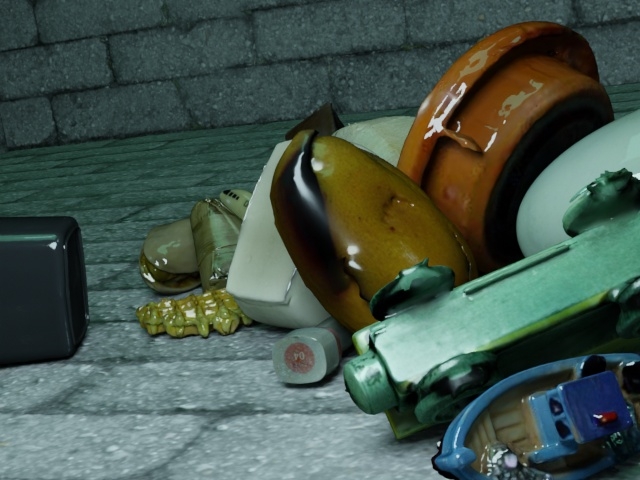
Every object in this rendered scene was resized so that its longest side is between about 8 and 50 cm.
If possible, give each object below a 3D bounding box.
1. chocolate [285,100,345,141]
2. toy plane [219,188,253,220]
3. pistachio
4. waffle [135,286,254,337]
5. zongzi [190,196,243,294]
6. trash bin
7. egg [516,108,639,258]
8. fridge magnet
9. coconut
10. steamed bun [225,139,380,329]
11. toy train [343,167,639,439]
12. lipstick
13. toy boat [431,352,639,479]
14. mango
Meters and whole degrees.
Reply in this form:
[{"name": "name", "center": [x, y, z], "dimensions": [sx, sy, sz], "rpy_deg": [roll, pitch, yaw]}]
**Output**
[{"name": "chocolate", "center": [0.009, -0.113, 2.013], "dimensions": [0.112, 0.112, 0.321], "rpy_deg": [-29, 30, 11]}, {"name": "toy plane", "center": [-0.071, -0.012, 1.820], "dimensions": [0.244, 0.092, 0.229], "rpy_deg": [25, 35, 37]}, {"name": "pistachio", "center": [-0.216, 0.022, 1.775], "dimensions": [0.113, 0.113, 0.149], "rpy_deg": [-3, 13, 25]}, {"name": "waffle", "center": [-0.146, 0.088, 1.577], "dimensions": [0.192, 0.046, 0.160], "rpy_deg": [-3, 16, 25]}, {"name": "zongzi", "center": [-0.093, 0.005, 1.687], "dimensions": [0.176, 0.160, 0.078], "rpy_deg": [-8, -29, -13]}, {"name": "trash bin", "center": [-0.461, 0.067, 1.544], "dimensions": [0.290, 0.210, 0.182], "rpy_deg": [-4, 11, 0]}, {"name": "egg", "center": [0.409, -0.046, 1.359], "dimensions": [0.370, 0.230, 0.230], "rpy_deg": [-17, 12, 4]}, {"name": "fridge magnet", "center": [0.238, -0.100, 1.493], "dimensions": [0.363, 0.364, 0.155], "rpy_deg": [-19, 41, -38]}, {"name": "coconut", "center": [0.105, -0.060, 1.667], "dimensions": [0.227, 0.227, 0.230], "rpy_deg": [4, 13, 45]}, {"name": "steamed bun", "center": [0.000, 0.000, 1.490], "dimensions": [0.146, 0.242, 0.164], "rpy_deg": [8, -14, 45]}, {"name": "toy train", "center": [0.193, 0.076, 1.110], "dimensions": [0.368, 0.150, 0.237], "rpy_deg": [-23, -21, -5]}, {"name": "lipstick", "center": [0.012, 0.114, 1.342], "dimensions": [0.063, 0.057, 0.186], "rpy_deg": [-5, 8, 23]}, {"name": "toy boat", "center": [0.189, 0.148, 0.940], "dimensions": [0.223, 0.100, 0.097], "rpy_deg": [-13, -11, -30]}, {"name": "mango", "center": [0.058, 0.002, 1.309], "dimensions": [0.201, 0.287, 0.152], "rpy_deg": [-28, -10, -33]}]
